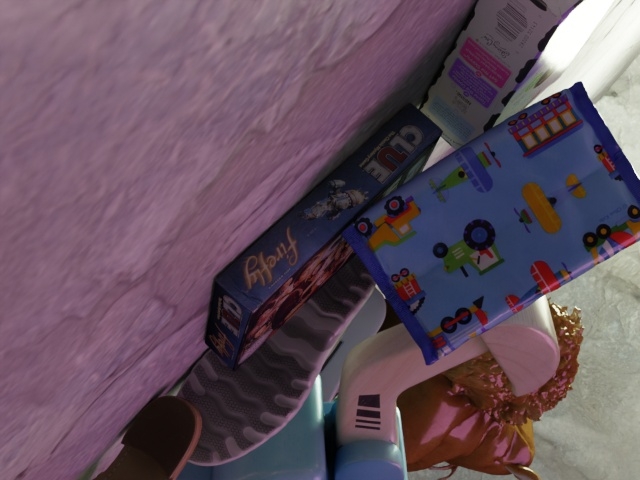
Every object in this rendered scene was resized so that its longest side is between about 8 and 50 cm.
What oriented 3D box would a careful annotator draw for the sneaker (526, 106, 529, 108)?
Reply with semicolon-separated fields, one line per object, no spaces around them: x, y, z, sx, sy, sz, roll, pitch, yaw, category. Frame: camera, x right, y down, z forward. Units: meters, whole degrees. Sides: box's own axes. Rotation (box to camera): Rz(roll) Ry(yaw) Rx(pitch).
0.261;-0.132;1.371;0.208;0.081;0.094;-41;166;-30;sneaker

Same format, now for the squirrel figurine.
0.243;0.251;1.542;0.397;0.370;0.281;-36;-144;34;squirrel figurine

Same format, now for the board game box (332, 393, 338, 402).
0.001;0.253;1.704;0.126;0.026;0.186;0;-160;32;board game box

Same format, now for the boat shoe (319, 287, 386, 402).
-0.016;0.191;1.414;0.301;0.108;0.102;-52;170;-13;boat shoe

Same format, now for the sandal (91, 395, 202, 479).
-0.190;0.254;0.938;0.240;0.088;0.079;-52;165;-4;sandal

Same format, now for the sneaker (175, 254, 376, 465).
-0.039;0.121;1.007;0.281;0.105;0.115;-45;170;-14;sneaker

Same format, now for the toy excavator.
0.025;0.218;1.091;0.445;0.433;0.222;86;1;-47;toy excavator

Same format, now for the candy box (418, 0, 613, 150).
0.186;-0.186;0.865;0.165;0.070;0.196;-41;168;-31;candy box

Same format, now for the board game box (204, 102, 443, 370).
0.000;0.000;0.882;0.243;0.042;0.165;-43;169;-23;board game box

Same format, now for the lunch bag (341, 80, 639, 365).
0.153;-0.026;0.907;0.221;0.138;0.293;-32;-177;8;lunch bag
